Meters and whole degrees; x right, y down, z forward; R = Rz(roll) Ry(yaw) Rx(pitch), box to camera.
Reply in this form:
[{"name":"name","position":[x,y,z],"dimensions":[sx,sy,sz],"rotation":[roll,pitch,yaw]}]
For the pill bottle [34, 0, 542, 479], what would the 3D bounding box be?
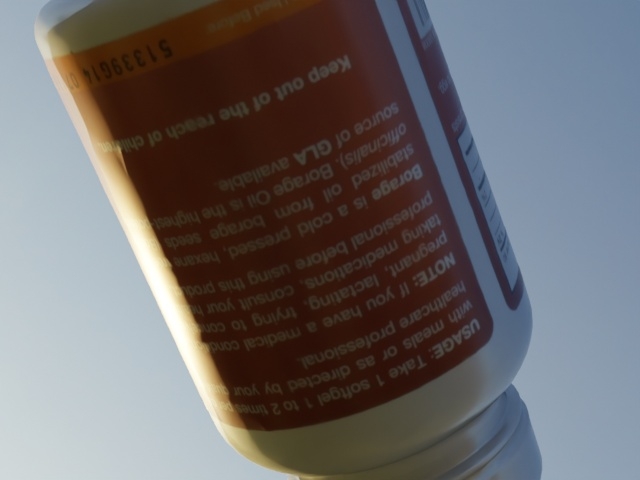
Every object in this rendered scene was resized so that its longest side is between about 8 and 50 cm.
[{"name":"pill bottle","position":[0.000,0.000,0.400],"dimensions":[0.121,0.121,0.216],"rotation":[-10,-69,33]}]
